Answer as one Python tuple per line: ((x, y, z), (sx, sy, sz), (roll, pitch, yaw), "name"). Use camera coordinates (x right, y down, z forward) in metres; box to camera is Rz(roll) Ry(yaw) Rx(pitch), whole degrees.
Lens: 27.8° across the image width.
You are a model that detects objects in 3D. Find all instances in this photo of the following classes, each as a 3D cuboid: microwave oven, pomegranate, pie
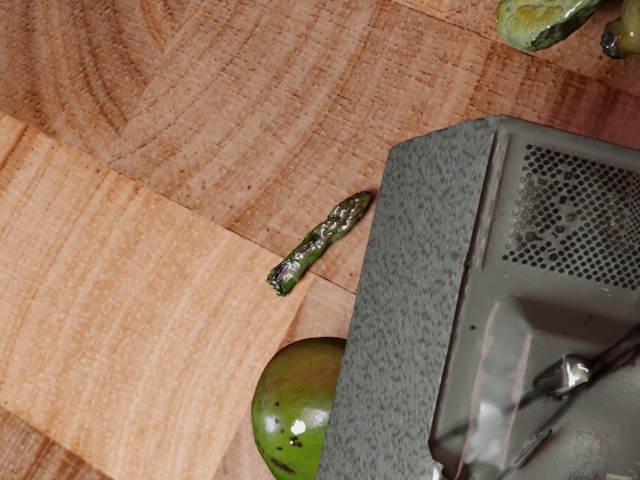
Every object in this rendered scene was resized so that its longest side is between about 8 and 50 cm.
((0.167, 0.136, 1.146), (0.236, 0.374, 0.432), (13, 86, -13), "microwave oven")
((0.040, 0.184, 1.375), (0.224, 0.181, 0.181), (-11, 74, 6), "pomegranate")
((0.287, -0.312, 1.354), (0.105, 0.257, 0.274), (38, 97, -20), "pie")

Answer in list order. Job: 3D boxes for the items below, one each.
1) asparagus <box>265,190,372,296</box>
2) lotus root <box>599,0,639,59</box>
((0.000, 0.000, 1.507), (0.165, 0.030, 0.036), (-44, 42, 11), "asparagus")
((0.389, -0.259, 1.351), (0.214, 0.138, 0.138), (-30, 68, 26), "lotus root")
